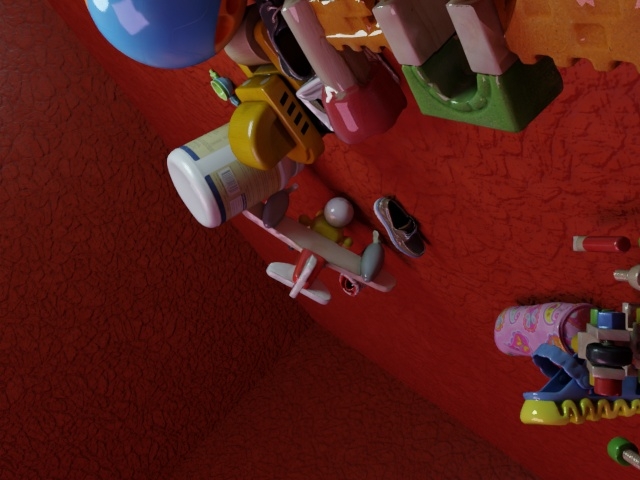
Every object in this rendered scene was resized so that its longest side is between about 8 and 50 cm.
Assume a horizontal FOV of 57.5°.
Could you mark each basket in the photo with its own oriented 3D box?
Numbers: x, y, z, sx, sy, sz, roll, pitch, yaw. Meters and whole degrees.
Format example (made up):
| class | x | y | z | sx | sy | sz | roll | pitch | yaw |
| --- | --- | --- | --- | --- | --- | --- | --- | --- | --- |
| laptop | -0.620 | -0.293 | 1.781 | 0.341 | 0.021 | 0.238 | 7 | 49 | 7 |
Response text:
| class | x | y | z | sx | sy | sz | roll | pitch | yaw |
| --- | --- | --- | --- | --- | --- | --- | --- | --- | --- |
| basket | 0.049 | -0.280 | 1.065 | 0.113 | 0.103 | 0.167 | 43 | 167 | -18 |

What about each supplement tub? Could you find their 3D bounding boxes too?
| class | x | y | z | sx | sy | sz | roll | pitch | yaw |
| --- | --- | --- | --- | --- | --- | --- | --- | --- | --- |
| supplement tub | -0.223 | -0.201 | 1.573 | 0.228 | 0.316 | 0.228 | 46 | 156 | 28 |

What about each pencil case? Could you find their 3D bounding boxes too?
| class | x | y | z | sx | sy | sz | roll | pitch | yaw |
| --- | --- | --- | --- | --- | --- | --- | --- | --- | --- |
| pencil case | 0.475 | 0.191 | 1.220 | 0.124 | 0.124 | 0.284 | 45 | 167 | -1 |

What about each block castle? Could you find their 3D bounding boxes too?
| class | x | y | z | sx | sy | sz | roll | pitch | yaw |
| --- | --- | --- | --- | --- | --- | --- | --- | --- | --- |
| block castle | 0.208 | -0.185 | 0.484 | 0.453 | 0.303 | 0.213 | 28 | 160 | 52 |

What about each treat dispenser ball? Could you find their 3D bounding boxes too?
| class | x | y | z | sx | sy | sz | roll | pitch | yaw |
| --- | --- | --- | --- | --- | --- | --- | --- | --- | --- |
| treat dispenser ball | -0.272 | -0.454 | 1.032 | 0.288 | 0.288 | 0.288 | 41 | 166 | 13 |

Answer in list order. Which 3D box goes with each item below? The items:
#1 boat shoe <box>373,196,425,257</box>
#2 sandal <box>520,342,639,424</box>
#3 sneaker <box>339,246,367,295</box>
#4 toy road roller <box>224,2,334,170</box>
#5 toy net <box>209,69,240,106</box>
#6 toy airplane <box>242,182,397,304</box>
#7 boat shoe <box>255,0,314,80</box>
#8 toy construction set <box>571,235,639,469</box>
| class | x | y | z | sx | sy | sz | roll | pitch | yaw |
| --- | --- | --- | --- | --- | --- | --- | --- | --- | --- |
| boat shoe | 0.204 | -0.029 | 1.448 | 0.183 | 0.066 | 0.066 | 47 | 165 | -12 |
| sandal | 0.500 | 0.242 | 1.028 | 0.126 | 0.317 | 0.138 | 126 | 140 | -71 |
| sneaker | 0.131 | 0.128 | 1.953 | 0.090 | 0.145 | 0.270 | 40 | 166 | 18 |
| toy road roller | -0.108 | -0.293 | 1.200 | 0.329 | 0.240 | 0.202 | 52 | 164 | -28 |
| toy net | -0.259 | -0.400 | 1.742 | 0.122 | 0.045 | 0.232 | 30 | 161 | 44 |
| toy airplane | 0.000 | 0.000 | 1.678 | 0.386 | 0.272 | 0.384 | 10 | -150 | -44 |
| boat shoe | -0.061 | -0.395 | 1.022 | 0.079 | 0.084 | 0.233 | -109 | -1 | -63 |
| toy construction set | 0.470 | 0.126 | 0.895 | 0.237 | 0.257 | 0.309 | -161 | 46 | -87 |
